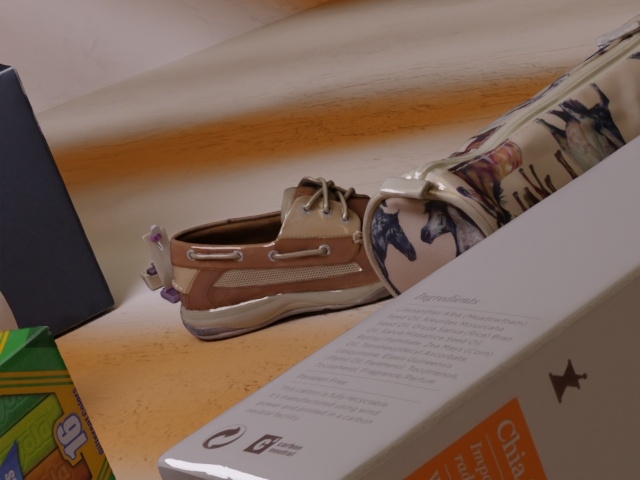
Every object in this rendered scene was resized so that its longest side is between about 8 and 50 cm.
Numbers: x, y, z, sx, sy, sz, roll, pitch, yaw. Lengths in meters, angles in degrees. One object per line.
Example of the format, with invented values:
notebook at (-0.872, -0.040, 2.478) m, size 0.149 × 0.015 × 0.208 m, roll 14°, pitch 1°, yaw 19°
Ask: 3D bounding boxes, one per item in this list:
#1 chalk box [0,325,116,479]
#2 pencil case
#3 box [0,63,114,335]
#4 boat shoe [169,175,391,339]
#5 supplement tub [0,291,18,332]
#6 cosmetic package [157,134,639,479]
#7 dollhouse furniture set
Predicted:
chalk box at (-0.322, 0.216, 1.568) m, size 0.179 × 0.180 × 0.289 m, roll -9°, pitch 22°, yaw 33°
pencil case at (0.219, -0.070, 1.816) m, size 0.410 × 0.183 × 0.160 m, roll -34°, pitch 22°, yaw -35°
box at (-0.434, -0.042, 2.280) m, size 0.212 × 0.293 × 0.395 m, roll -26°, pitch 18°, yaw -17°
boat shoe at (0.000, 0.000, 1.957) m, size 0.324 × 0.116 × 0.123 m, roll -18°, pitch 18°, yaw 9°
supplement tub at (-0.448, 0.149, 1.817) m, size 0.235 × 0.235 × 0.325 m, roll -7°, pitch 22°, yaw 38°
cosmetic package at (0.148, 0.126, 1.224) m, size 0.453 × 0.230 × 0.161 m, roll -33°, pitch 22°, yaw -32°
dollhouse furniture set at (-0.140, 0.001, 2.174) m, size 0.114 × 0.081 × 0.091 m, roll -26°, pitch 18°, yaw -18°
